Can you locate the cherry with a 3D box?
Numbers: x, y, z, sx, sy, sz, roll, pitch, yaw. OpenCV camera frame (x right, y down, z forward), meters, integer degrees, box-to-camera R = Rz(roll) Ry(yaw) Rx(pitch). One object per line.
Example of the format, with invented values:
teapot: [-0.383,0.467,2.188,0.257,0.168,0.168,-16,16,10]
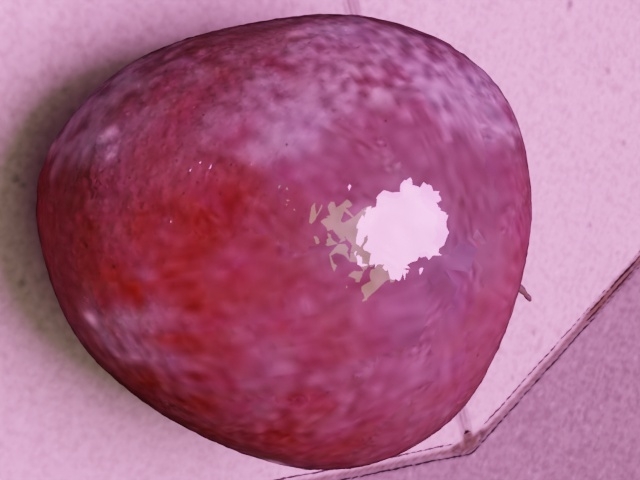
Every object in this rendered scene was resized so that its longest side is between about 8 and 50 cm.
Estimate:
cherry: [0.000,0.000,0.727,0.286,0.213,0.236,15,84,-24]
